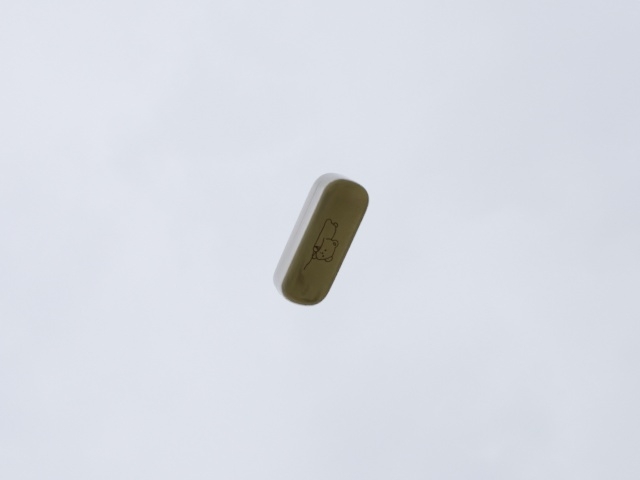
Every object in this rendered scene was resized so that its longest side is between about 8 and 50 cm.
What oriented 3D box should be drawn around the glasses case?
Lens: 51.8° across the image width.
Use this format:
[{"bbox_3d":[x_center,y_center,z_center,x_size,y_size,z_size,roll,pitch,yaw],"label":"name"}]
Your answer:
[{"bbox_3d":[0.000,0.000,0.936,0.083,0.050,0.196,17,-76,-27],"label":"glasses case"}]
